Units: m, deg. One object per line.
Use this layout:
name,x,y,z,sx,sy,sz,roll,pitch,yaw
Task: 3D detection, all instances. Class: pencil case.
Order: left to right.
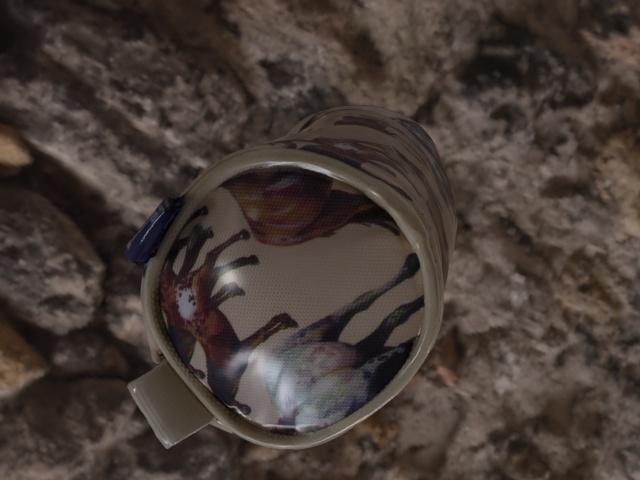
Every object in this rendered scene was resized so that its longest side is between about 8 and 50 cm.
pencil case,0.000,0.000,0.744,0.160,0.183,0.410,64,-168,-6
